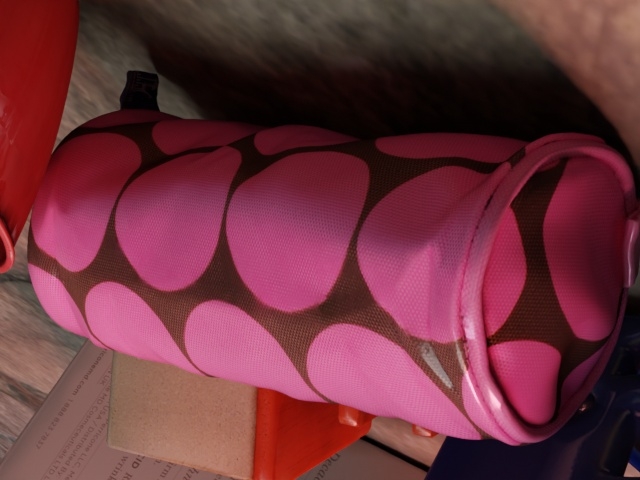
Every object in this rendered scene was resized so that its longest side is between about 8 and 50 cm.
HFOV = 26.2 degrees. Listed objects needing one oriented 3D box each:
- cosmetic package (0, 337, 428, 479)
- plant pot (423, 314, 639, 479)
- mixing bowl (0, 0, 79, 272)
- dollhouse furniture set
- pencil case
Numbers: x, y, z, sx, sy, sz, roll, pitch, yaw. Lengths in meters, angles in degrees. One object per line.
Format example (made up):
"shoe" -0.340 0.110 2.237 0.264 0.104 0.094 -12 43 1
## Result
"cosmetic package" 0.008 0.218 0.823 0.385 0.156 0.217 22 158 24
"plant pot" 0.149 0.164 0.385 0.236 0.236 0.212 41 152 -20
"mixing bowl" -0.145 -0.081 0.436 0.181 0.098 0.181 29 159 12
"dollhouse furniture set" -0.014 0.159 0.538 0.135 0.259 0.262 8 -171 22
"pencil case" 0.000 0.000 0.424 0.209 0.098 0.095 12 107 46
